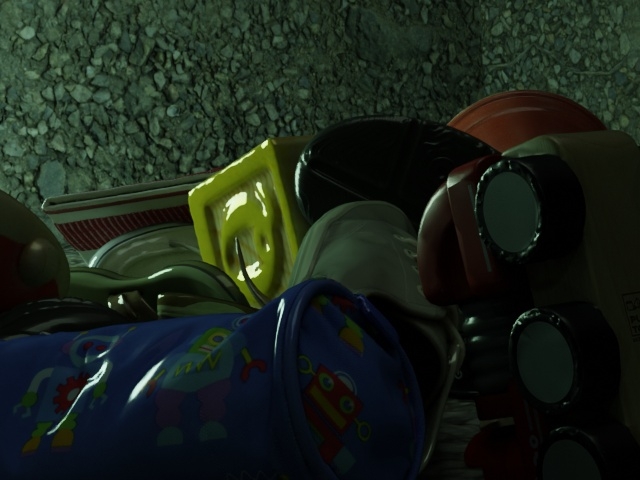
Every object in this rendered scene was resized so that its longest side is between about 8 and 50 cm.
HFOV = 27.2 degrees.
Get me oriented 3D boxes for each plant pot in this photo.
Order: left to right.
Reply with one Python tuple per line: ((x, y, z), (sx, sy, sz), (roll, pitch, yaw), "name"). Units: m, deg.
((0.259, -0.035, 1.614), (0.272, 0.272, 0.265), (-4, 12, 4), "plant pot")

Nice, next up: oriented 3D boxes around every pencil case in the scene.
((-0.094, 0.097, 0.713), (0.306, 0.133, 0.119), (-12, -44, 32), "pencil case")

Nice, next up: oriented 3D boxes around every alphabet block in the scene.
((0.000, 0.000, 1.431), (0.197, 0.193, 0.192), (-8, -13, -36), "alphabet block")

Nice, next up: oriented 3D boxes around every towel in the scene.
((-0.188, 0.004, 1.695), (0.237, 0.037, 0.329), (-9, -26, 7), "towel")

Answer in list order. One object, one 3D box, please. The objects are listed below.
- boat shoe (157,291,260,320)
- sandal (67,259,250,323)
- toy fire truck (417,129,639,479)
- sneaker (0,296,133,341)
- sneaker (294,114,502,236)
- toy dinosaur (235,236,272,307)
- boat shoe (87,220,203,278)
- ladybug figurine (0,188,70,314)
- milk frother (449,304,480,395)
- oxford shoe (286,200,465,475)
((-0.063, 0.101, 1.237), (0.223, 0.073, 0.080), (18, -7, -40), "boat shoe")
((-0.186, 0.091, 1.387), (0.302, 0.120, 0.086), (-3, 32, 36), "sandal")
((0.127, 0.066, 0.793), (0.158, 0.217, 0.246), (-8, -9, -33), "toy fire truck")
((-0.281, 0.124, 1.094), (0.286, 0.109, 0.130), (-13, 17, -20), "sneaker")
((0.190, 0.013, 1.358), (0.447, 0.169, 0.257), (20, -4, 5), "sneaker")
((-0.005, 0.091, 1.188), (0.211, 0.064, 0.112), (31, 16, -8), "toy dinosaur")
((-0.086, 0.057, 1.559), (0.367, 0.136, 0.156), (5, 5, -21), "boat shoe")
((-0.440, 0.046, 1.254), (0.449, 0.162, 0.305), (-6, -39, 30), "ladybug figurine")
((0.170, 0.059, 1.170), (0.129, 0.135, 0.143), (0, 6, 21), "milk frother")
((0.044, 0.068, 0.955), (0.130, 0.169, 0.449), (-16, 9, 16), "oxford shoe")
